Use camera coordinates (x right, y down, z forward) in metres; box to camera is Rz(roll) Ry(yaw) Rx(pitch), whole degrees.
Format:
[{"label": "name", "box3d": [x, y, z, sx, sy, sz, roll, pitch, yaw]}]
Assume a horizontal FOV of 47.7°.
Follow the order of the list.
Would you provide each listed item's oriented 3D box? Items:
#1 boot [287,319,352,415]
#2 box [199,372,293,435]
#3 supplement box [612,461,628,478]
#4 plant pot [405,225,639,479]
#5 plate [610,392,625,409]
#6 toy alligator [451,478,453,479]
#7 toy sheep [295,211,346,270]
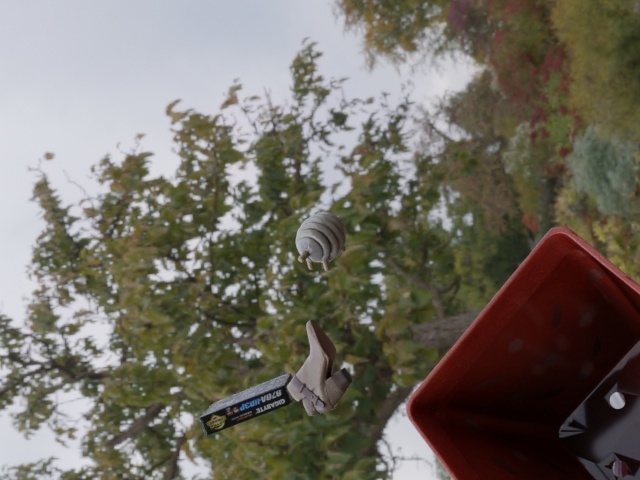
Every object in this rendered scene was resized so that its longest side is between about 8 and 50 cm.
[{"label": "boot", "box3d": [-0.012, 0.183, 1.013, 0.119, 0.087, 0.042, 58, -158, 20]}, {"label": "box", "box3d": [-0.171, 0.395, 1.760, 0.175, 0.220, 0.051, 33, -144, -87]}, {"label": "supplement box", "box3d": [0.559, 0.402, 1.425, 0.188, 0.104, 0.081, -148, 47, -62]}, {"label": "plant pot", "box3d": [0.303, 0.189, 0.751, 0.235, 0.267, 0.267, 22, -159, -42]}, {"label": "plate", "box3d": [0.588, 0.440, 1.692, 0.045, 0.277, 0.277, 87, 158, -72]}, {"label": "toy alligator", "box3d": [0.241, 0.392, 1.205, 0.056, 0.190, 0.051, 16, -136, -23]}, {"label": "toy sheep", "box3d": [0.000, 0.000, 1.233, 0.132, 0.091, 0.091, -54, -48, -48]}]
